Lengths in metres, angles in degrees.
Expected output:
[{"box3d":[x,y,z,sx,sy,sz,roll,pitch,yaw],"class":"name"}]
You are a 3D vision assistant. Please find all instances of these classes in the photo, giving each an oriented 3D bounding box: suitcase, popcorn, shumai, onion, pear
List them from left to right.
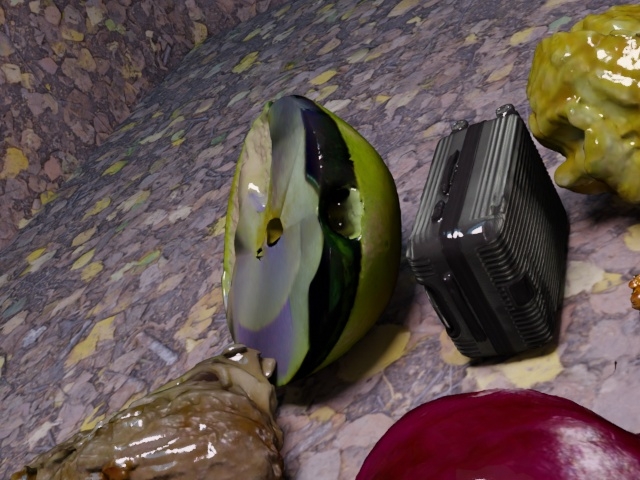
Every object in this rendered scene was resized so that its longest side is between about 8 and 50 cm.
[{"box3d":[-0.177,0.225,0.983,0.346,0.217,0.283,-16,37,33],"class":"shumai"},{"box3d":[0.001,0.000,1.155,0.165,0.399,0.399,2,12,-27],"class":"pear"},{"box3d":[0.217,-0.018,1.019,0.128,0.202,0.312,-16,30,31],"class":"suitcase"},{"box3d":[0.153,0.245,0.586,0.281,0.260,0.337,-23,26,7],"class":"onion"},{"box3d":[0.401,-0.160,0.991,0.282,0.247,0.282,-6,16,2],"class":"popcorn"}]

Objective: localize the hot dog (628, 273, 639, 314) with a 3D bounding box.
[{"box3d":[0.421,0.025,0.888,0.188,0.055,0.072,-33,25,0],"class":"hot dog"}]
